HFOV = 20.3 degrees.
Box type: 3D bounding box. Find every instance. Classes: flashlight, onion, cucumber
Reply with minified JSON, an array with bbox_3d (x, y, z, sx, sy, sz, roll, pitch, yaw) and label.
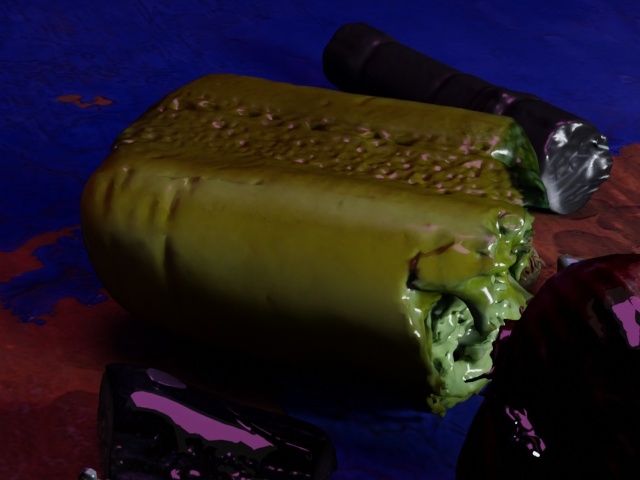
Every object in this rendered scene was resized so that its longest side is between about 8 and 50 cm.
[{"bbox_3d":[0.141,-0.139,1.891,0.103,0.103,0.424,-12,27,-29],"label":"flashlight"},{"bbox_3d":[0.193,0.125,1.092,0.221,0.281,0.281,-15,28,-15],"label":"onion"},{"bbox_3d":[-0.087,0.142,1.266,0.193,0.086,0.115,16,25,13],"label":"cucumber"}]

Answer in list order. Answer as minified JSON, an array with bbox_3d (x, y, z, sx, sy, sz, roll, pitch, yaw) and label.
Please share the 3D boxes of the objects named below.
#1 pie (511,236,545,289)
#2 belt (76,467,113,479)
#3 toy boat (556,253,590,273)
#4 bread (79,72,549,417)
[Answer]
[{"bbox_3d":[0.102,0.000,1.596,0.193,0.079,0.163,-2,15,-26],"label":"pie"},{"bbox_3d":[-0.076,0.206,1.143,0.179,0.065,0.100,5,33,1],"label":"belt"},{"bbox_3d":[0.285,0.048,1.507,0.185,0.075,0.077,4,32,-4],"label":"toy boat"},{"bbox_3d":[0.000,0.000,1.422,0.376,0.208,0.251,14,33,23],"label":"bread"}]
